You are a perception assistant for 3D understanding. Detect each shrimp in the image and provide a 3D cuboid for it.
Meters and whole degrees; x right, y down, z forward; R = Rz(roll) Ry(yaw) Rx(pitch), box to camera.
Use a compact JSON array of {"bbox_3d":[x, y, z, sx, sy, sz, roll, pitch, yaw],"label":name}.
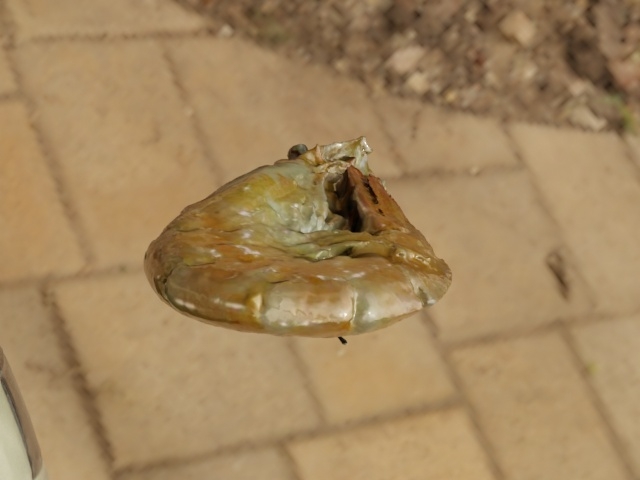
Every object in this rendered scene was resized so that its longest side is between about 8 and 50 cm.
[{"bbox_3d":[0.000,0.002,0.806,0.115,0.051,0.217,16,18,7],"label":"shrimp"}]

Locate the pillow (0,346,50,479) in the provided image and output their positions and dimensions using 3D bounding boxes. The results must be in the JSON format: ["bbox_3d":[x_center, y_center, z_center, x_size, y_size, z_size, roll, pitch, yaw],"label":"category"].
[{"bbox_3d":[-0.166,0.122,0.847,0.106,0.186,0.250,-13,99,-15],"label":"pillow"}]
